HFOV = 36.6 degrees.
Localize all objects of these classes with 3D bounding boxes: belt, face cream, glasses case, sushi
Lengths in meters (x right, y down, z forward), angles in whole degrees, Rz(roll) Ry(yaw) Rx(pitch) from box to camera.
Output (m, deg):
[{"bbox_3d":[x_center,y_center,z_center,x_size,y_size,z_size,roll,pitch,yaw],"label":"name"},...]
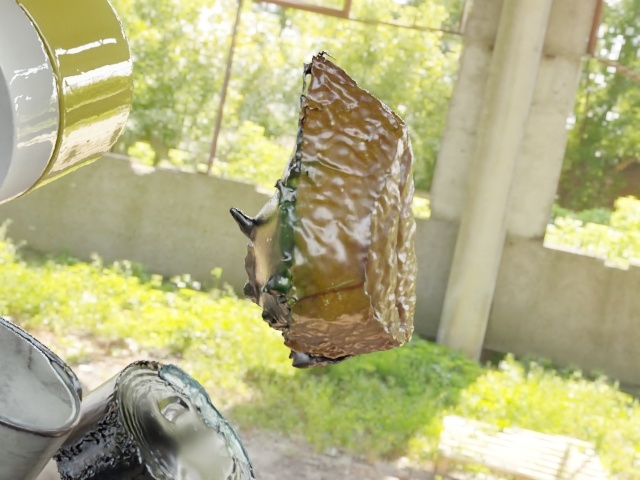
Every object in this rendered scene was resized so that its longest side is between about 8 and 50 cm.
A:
[{"bbox_3d":[-0.124,0.170,0.753,0.151,0.078,0.198,58,10,20],"label":"belt"},{"bbox_3d":[-0.306,-0.145,0.878,0.218,0.218,0.179,13,24,19],"label":"face cream"},{"bbox_3d":[-0.249,0.156,0.564,0.114,0.299,0.060,35,32,-9],"label":"glasses case"},{"bbox_3d":[0.001,0.000,0.816,0.140,0.287,0.149,14,35,32],"label":"sushi"}]
